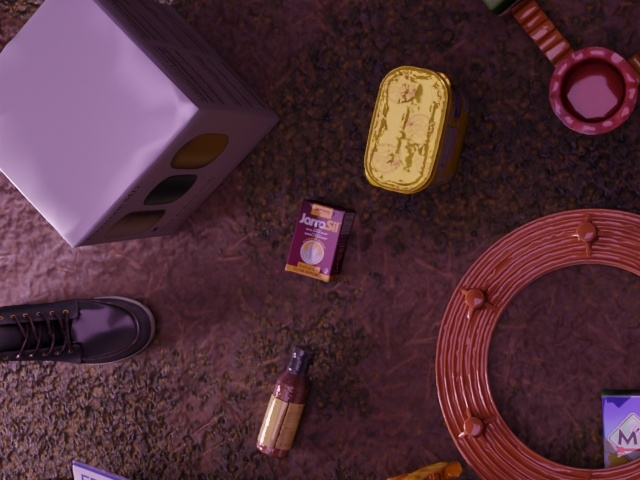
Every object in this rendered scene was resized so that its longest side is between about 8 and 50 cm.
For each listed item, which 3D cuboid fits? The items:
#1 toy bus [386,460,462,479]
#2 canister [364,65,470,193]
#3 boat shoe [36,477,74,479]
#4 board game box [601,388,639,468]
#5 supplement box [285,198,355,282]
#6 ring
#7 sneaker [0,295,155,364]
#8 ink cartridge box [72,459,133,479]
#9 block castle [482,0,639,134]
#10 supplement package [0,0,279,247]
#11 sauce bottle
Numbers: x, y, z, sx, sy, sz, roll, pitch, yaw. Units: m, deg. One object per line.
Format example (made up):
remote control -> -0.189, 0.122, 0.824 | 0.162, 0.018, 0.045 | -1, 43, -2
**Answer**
toy bus -> 0.071, 0.361, 1.444 | 0.211, 0.149, 0.220 | -8, 90, 32
canister -> 0.106, -0.114, 1.384 | 0.073, 0.170, 0.126 | 13, 96, 14
boat shoe -> -0.262, 0.325, 1.561 | 0.178, 0.064, 0.060 | 13, 94, 12
board game box -> 0.458, 0.261, 1.371 | 0.317, 0.046, 0.213 | -3, 93, 16
supplement box -> 0.000, 0.000, 1.484 | 0.055, 0.043, 0.083 | 15, 96, 16
ring -> 0.280, 0.130, 1.383 | 0.336, 0.032, 0.336 | -4, 78, 20
sneaker -> -0.311, 0.113, 1.536 | 0.222, 0.118, 0.083 | -5, 91, 15
ink cartridge box -> -0.130, 0.401, 1.458 | 0.303, 0.072, 0.307 | 14, 114, 26
block castle -> 0.243, -0.358, 1.314 | 0.303, 0.213, 0.453 | -40, 82, 13
supplement package -> -0.211, -0.133, 1.422 | 0.198, 0.263, 0.199 | 46, 103, 9
sauce bottle -> -0.036, 0.183, 1.505 | 0.042, 0.042, 0.128 | 22, 97, 13
